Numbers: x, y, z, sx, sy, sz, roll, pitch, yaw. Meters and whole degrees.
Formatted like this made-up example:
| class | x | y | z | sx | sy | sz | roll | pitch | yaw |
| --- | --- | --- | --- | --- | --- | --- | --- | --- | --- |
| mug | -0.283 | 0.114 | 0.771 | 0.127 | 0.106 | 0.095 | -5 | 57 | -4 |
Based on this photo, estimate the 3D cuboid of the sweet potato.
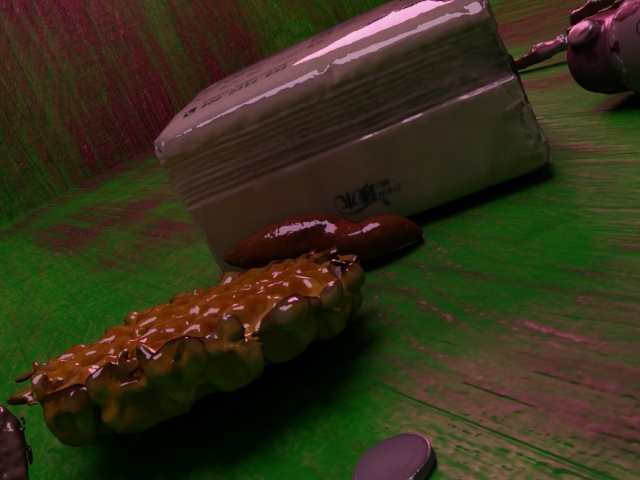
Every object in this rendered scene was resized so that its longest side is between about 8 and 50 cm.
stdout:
| class | x | y | z | sx | sy | sz | roll | pitch | yaw |
| --- | --- | --- | --- | --- | --- | --- | --- | --- | --- |
| sweet potato | -0.001 | 0.000 | 0.814 | 0.202 | 0.058 | 0.055 | -8 | -14 | 18 |

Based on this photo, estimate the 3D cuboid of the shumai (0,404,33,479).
| class | x | y | z | sx | sy | sz | roll | pitch | yaw |
| --- | --- | --- | --- | --- | --- | --- | --- | --- | --- |
| shumai | -0.279 | 0.190 | 0.599 | 0.145 | 0.145 | 0.116 | -37 | -22 | -36 |

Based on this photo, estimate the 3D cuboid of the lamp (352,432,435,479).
| class | x | y | z | sx | sy | sz | roll | pitch | yaw |
| --- | --- | --- | --- | --- | --- | --- | --- | --- | --- |
| lamp | 0.053 | 0.128 | 0.395 | 0.050 | 0.056 | 0.198 | -30 | 14 | -8 |

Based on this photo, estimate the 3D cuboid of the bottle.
| class | x | y | z | sx | sy | sz | roll | pitch | yaw |
| --- | --- | --- | --- | --- | --- | --- | --- | --- | --- |
| bottle | 0.372 | -0.210 | 0.850 | 0.120 | 0.120 | 0.253 | -34 | 18 | -29 |

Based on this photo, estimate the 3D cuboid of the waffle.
| class | x | y | z | sx | sy | sz | roll | pitch | yaw |
| --- | --- | --- | --- | --- | --- | --- | --- | --- | --- |
| waffle | -0.101 | 0.080 | 0.665 | 0.329 | 0.062 | 0.329 | -19 | 7 | 2 |

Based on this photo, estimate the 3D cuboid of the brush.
| class | x | y | z | sx | sy | sz | roll | pitch | yaw |
| --- | --- | --- | --- | --- | --- | --- | --- | --- | --- |
| brush | 0.370 | -0.296 | 1.215 | 0.301 | 0.084 | 0.071 | -15 | 50 | 54 |

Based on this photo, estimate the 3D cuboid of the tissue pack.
| class | x | y | z | sx | sy | sz | roll | pitch | yaw |
| --- | --- | --- | --- | --- | --- | --- | --- | --- | --- |
| tissue pack | 0.041 | -0.138 | 0.943 | 0.380 | 0.207 | 0.297 | -20 | 19 | 16 |
